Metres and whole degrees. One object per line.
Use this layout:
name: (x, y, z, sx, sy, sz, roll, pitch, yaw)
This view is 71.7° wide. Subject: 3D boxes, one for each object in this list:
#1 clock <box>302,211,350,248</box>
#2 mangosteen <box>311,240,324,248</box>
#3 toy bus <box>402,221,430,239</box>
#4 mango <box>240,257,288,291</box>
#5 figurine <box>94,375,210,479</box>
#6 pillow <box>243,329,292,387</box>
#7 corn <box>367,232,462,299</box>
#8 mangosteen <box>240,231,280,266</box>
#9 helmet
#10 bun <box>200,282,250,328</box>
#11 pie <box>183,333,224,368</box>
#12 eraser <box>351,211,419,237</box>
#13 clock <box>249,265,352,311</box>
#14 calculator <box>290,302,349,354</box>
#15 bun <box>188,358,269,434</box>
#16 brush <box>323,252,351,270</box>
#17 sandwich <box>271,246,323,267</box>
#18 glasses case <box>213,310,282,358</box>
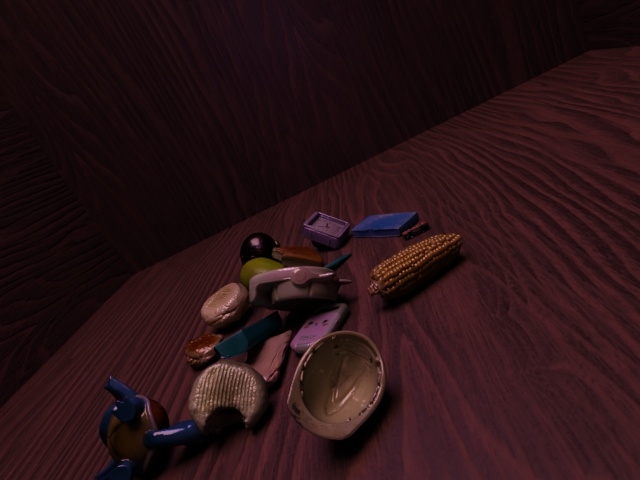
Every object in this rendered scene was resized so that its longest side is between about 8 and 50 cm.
clock: (0.027, -0.050, 2.096, 0.193, 0.073, 0.145, 20, 38, 18)
mangosteen: (-0.002, -0.001, 2.155, 0.080, 0.081, 0.081, -25, 18, 9)
toy bus: (0.380, -0.039, 1.767, 0.110, 0.031, 0.043, -27, 11, 7)
mango: (-0.222, 0.164, 1.882, 0.192, 0.156, 0.343, -13, 14, -31)
figurine: (-0.518, 0.528, 1.247, 0.415, 0.299, 0.242, -11, -7, 35)
pillow: (-0.186, 0.384, 1.385, 0.173, 0.067, 0.270, -22, 17, 15)
corn: (0.297, 0.081, 1.409, 0.346, 0.130, 0.130, -29, 18, -11)
mangosteen: (-0.282, 0.064, 2.230, 0.211, 0.212, 0.249, -10, -5, 44)
helmet: (0.038, 0.352, 1.034, 0.203, 0.137, 0.258, 25, 53, 19)
bun: (-0.384, 0.283, 1.848, 0.220, 0.134, 0.221, -25, 25, 13)
pie: (-0.443, 0.408, 1.689, 0.163, 0.079, 0.193, -32, 15, -27)
eraser: (0.283, -0.069, 1.972, 0.144, 0.043, 0.311, -38, 20, -30)
clock: (-0.062, 0.169, 1.533, 0.323, 0.265, 0.109, -14, 67, 29)
calculator: (0.001, 0.280, 1.430, 0.141, 0.045, 0.246, -14, 22, 37)
bun: (-0.247, 0.436, 1.204, 0.212, 0.127, 0.204, 21, 60, 12)
brush: (0.065, 0.101, 1.860, 0.193, 0.032, 0.043, -27, 9, -37)
sandwich: (-0.113, 0.063, 1.963, 0.211, 0.063, 0.245, 11, 9, -17)
glasses case: (-0.226, 0.314, 1.468, 0.117, 0.070, 0.301, -31, -4, 15)
